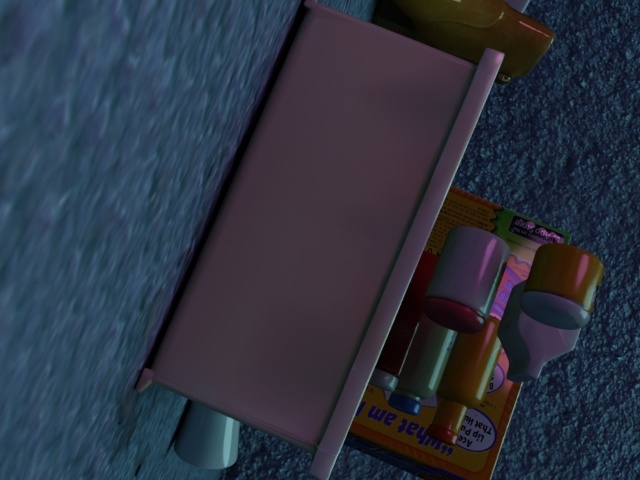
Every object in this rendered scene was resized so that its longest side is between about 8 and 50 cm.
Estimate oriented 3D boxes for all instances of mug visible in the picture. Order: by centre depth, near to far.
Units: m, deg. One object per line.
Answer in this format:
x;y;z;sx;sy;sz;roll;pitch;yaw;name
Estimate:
-0.110;0.174;0.771;0.062;0.078;0.064;-4;111;-52;mug

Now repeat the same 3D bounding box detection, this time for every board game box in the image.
0.094;0.125;1.179;0.356;0.357;0.356;107;7;-74;board game box

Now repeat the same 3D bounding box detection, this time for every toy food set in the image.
0.095;0.072;0.530;0.232;0.111;0.104;117;-3;-74;toy food set

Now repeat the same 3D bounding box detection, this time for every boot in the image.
0.176;-0.279;0.925;0.295;0.211;0.104;99;13;-82;boot

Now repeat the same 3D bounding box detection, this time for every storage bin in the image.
0.000;0.000;0.576;0.260;0.123;0.262;84;28;-86;storage bin

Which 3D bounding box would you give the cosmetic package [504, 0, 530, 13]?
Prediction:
0.283;-0.526;0.971;0.230;0.162;0.453;-63;178;-54;cosmetic package
